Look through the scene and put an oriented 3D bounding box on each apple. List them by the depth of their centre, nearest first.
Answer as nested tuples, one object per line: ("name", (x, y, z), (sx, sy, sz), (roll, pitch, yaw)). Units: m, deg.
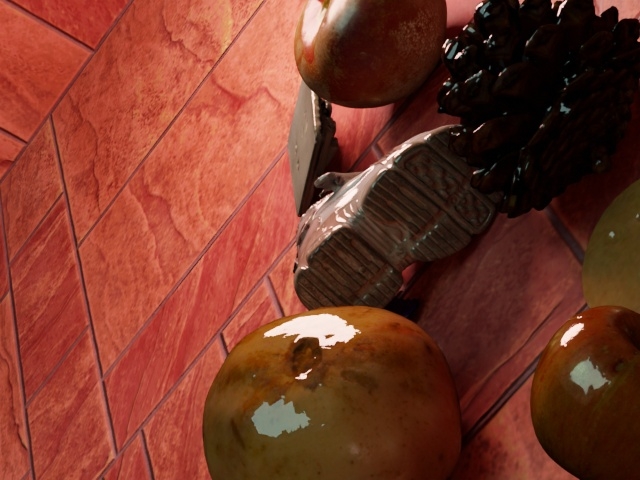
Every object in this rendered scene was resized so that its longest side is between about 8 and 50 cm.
("apple", (0.318, 0.177, 1.535), (0.196, 0.196, 0.196), (-37, 38, 35))

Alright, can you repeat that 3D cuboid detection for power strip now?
("power strip", (-0.004, -0.172, 2.414), (0.213, 0.065, 0.198), (106, 164, -48))

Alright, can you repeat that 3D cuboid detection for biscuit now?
("biscuit", (0.437, -0.044, 1.677), (0.355, 0.052, 0.275), (-49, 32, 18))

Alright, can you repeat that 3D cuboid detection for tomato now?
("tomato", (0.091, -0.336, 2.278), (0.270, 0.223, 0.270), (-168, 90, -69))

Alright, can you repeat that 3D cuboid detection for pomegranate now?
("pomegranate", (0.024, 0.250, 1.832), (0.338, 0.338, 0.338), (-37, 38, 35))

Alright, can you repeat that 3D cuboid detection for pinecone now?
("pinecone", (0.279, -0.197, 1.854), (0.298, 0.242, 0.296), (-48, 36, 14))

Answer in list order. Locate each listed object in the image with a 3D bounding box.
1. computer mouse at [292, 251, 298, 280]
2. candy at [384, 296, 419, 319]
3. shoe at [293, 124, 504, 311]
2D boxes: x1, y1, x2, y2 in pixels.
("computer mouse", (0.000, 0.000, 2.295), (0.172, 0.057, 0.099), (-48, 29, 24))
("candy", (0.047, 0.187, 2.059), (0.145, 0.070, 0.275), (6, 69, 48))
("shoe", (0.091, -0.048, 2.057), (0.351, 0.172, 0.198), (-38, 23, 1))
